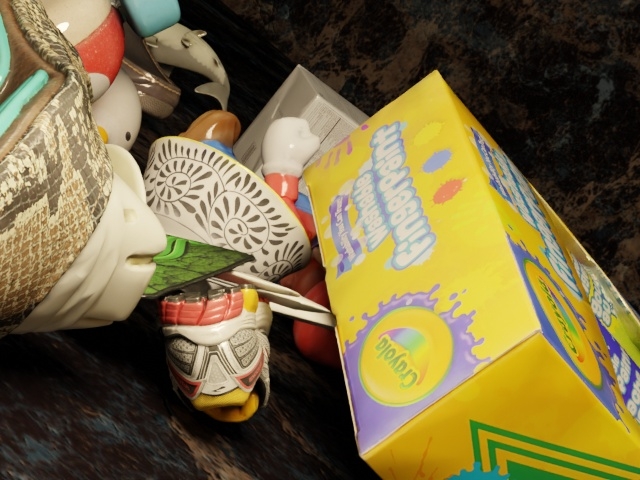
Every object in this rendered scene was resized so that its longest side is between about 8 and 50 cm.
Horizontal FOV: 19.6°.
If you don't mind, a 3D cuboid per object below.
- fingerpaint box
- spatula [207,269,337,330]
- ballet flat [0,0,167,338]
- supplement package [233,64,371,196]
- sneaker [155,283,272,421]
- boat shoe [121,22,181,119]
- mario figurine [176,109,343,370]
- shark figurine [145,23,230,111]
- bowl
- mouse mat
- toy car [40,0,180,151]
[{"bbox_3d":[0.175,0.117,1.477,0.371,0.163,0.445,47,14,-24],"label":"fingerpaint box"},{"bbox_3d":[-0.096,0.028,1.463,0.242,0.019,0.168,15,-4,25],"label":"spatula"},{"bbox_3d":[-0.183,-0.040,1.203,0.182,0.164,0.483,39,12,-21],"label":"ballet flat"},{"bbox_3d":[0.017,-0.091,2.366,0.203,0.149,0.194,36,9,-16],"label":"supplement package"},{"bbox_3d":[-0.078,0.087,1.347,0.225,0.088,0.092,57,25,-84],"label":"sneaker"},{"bbox_3d":[-0.276,-0.278,2.182,0.355,0.130,0.132,43,10,28],"label":"boat shoe"},{"bbox_3d":[0.000,0.000,1.788,0.320,0.170,0.198,42,7,32],"label":"mario figurine"},{"bbox_3d":[-0.189,-0.220,2.381,0.278,0.116,0.166,34,40,23],"label":"shark figurine"},{"bbox_3d":[-0.099,-0.002,1.587,0.170,0.080,0.170,30,-24,15],"label":"bowl"},{"bbox_3d":[-0.148,0.009,1.334,0.153,0.007,0.190,13,11,19],"label":"mouse mat"},{"bbox_3d":[-0.217,-0.126,1.614,0.210,0.219,0.238,52,-12,56],"label":"toy car"}]
